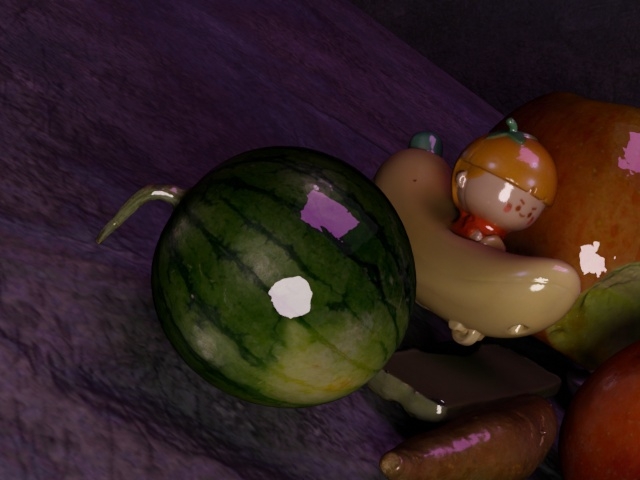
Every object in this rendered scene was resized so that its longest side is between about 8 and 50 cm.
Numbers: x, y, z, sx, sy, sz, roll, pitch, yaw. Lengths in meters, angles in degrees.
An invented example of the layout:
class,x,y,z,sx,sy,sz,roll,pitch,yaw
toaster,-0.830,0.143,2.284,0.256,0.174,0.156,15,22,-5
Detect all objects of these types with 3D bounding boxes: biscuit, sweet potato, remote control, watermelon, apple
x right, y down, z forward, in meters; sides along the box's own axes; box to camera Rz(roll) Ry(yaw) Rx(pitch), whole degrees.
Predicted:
class,x,y,z,sx,sy,sz,roll,pitch,yaw
biscuit,0.146,0.136,0.996,0.099,0.038,0.322,31,13,28
sweet potato,0.130,0.178,0.841,0.077,0.077,0.244,45,28,24
remote control,0.352,0.190,1.252,0.073,0.044,0.229,25,4,30
watermelon,-0.034,0.018,0.733,0.215,0.188,0.188,42,18,-6
apple,0.334,0.198,0.954,0.218,0.201,0.218,36,24,-19
apple,0.321,-0.017,1.234,0.339,0.339,0.339,33,19,-13

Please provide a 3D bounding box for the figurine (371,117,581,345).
class,x,y,z,sx,sy,sz,roll,pitch,yaw
figurine,0.160,-0.016,1.064,0.124,0.222,0.324,28,4,-32
